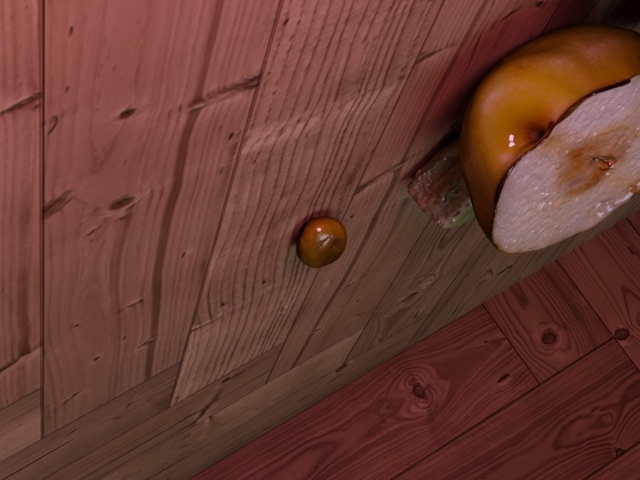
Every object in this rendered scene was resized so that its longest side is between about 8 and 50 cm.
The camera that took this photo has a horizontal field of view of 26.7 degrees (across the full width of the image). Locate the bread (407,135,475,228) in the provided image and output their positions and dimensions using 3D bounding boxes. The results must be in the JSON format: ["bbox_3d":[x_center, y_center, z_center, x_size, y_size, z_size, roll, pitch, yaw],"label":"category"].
[{"bbox_3d":[0.238,-0.102,2.024,0.196,0.102,0.138,-24,165,-45],"label":"bread"}]

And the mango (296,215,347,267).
[{"bbox_3d":[0.000,0.000,1.928,0.079,0.057,0.114,-30,157,-3],"label":"mango"}]

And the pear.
[{"bbox_3d":[0.312,-0.159,1.809,0.340,0.191,0.386,-45,151,14],"label":"pear"}]
